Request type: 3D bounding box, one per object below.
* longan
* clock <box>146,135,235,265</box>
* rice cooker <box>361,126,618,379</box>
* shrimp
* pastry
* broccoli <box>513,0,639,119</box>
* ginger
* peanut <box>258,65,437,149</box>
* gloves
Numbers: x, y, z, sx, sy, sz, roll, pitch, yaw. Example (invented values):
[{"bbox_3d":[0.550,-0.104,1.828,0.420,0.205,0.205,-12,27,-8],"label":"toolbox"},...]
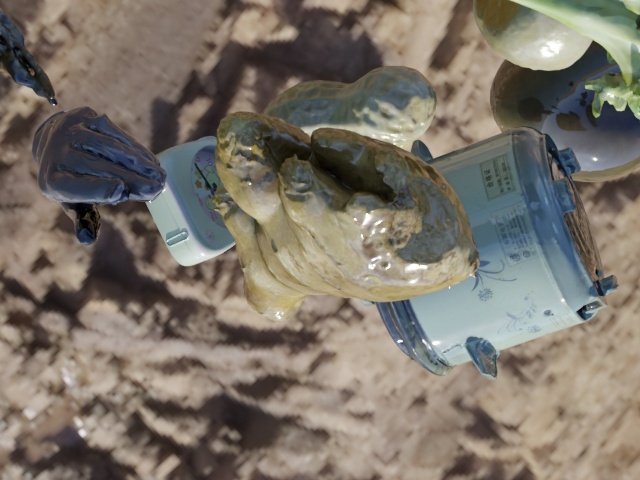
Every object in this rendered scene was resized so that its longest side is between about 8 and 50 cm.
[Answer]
[{"bbox_3d":[0.405,-0.216,2.242,0.300,0.300,0.243,1,113,-47],"label":"longan"},{"bbox_3d":[-0.148,-0.060,1.952,0.062,0.151,0.191,-23,-176,36],"label":"clock"},{"bbox_3d":[0.181,0.014,1.755,0.316,0.317,0.264,-52,159,6],"label":"rice cooker"},{"bbox_3d":[-0.340,-0.214,1.352,0.066,0.262,0.117,-46,156,13],"label":"shrimp"},{"bbox_3d":[0.210,-0.241,1.394,0.092,0.156,0.156,4,121,-29],"label":"pastry"},{"bbox_3d":[0.202,-0.207,0.962,0.247,0.243,0.263,-69,164,-79],"label":"broccoli"},{"bbox_3d":[-0.021,-0.007,1.343,0.236,0.166,0.375,20,153,-32],"label":"ginger"},{"bbox_3d":[0.029,-0.167,2.091,0.120,0.298,0.136,-33,113,-59],"label":"peanut"},{"bbox_3d":[-0.265,-0.079,1.650,0.119,0.285,0.142,11,97,-32],"label":"gloves"}]
